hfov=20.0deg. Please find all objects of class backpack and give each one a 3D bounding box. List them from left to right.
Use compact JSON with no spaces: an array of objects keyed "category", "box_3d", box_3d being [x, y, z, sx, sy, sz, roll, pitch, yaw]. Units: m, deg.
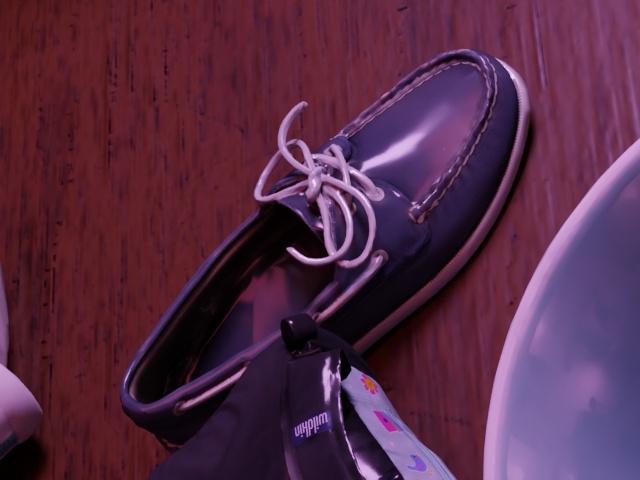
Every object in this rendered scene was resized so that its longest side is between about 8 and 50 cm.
[{"category":"backpack","box_3d":[0.015,0.142,0.783,0.152,0.115,0.182,-53,50,13]}]

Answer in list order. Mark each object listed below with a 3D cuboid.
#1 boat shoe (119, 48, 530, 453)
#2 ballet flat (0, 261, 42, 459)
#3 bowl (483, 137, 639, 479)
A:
[{"category":"boat shoe","box_3d":[0.000,0.000,0.889,0.254,0.079,0.095,-46,50,4]},{"category":"ballet flat","box_3d":[-0.263,-0.012,1.049,0.139,0.139,0.400,-38,56,10]},{"category":"bowl","box_3d":[0.230,0.090,0.642,0.311,0.163,0.312,-15,58,25]}]
